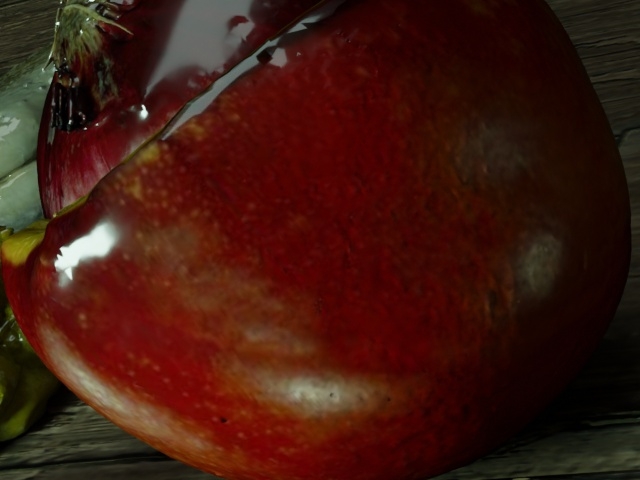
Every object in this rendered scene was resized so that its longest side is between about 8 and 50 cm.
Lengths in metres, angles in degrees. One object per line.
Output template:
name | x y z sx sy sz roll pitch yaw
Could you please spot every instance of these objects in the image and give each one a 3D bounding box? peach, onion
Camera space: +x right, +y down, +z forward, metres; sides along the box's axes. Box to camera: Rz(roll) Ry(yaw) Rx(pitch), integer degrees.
peach | 0.000 0.000 0.848 0.275 0.248 0.245 -28 61 -26
onion | -0.039 -0.070 1.135 0.273 0.285 0.273 -47 27 33

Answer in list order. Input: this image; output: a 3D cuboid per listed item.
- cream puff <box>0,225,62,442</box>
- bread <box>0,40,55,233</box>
cream puff | -0.218 0.059 1.087 0.146 0.116 0.146 -16 24 7
bread | -0.197 -0.075 1.339 0.337 0.102 0.183 -38 11 -23
